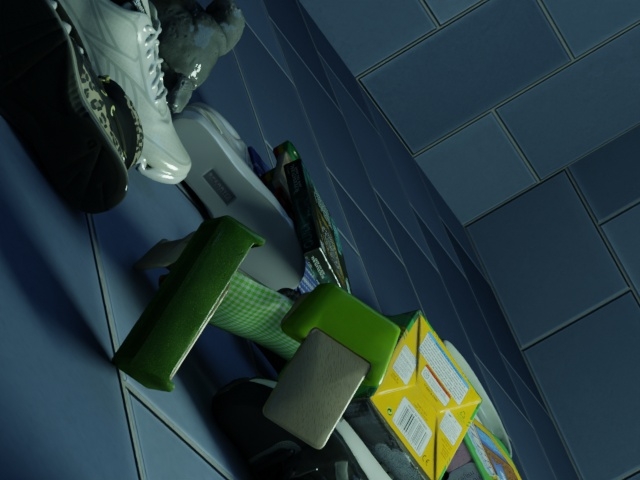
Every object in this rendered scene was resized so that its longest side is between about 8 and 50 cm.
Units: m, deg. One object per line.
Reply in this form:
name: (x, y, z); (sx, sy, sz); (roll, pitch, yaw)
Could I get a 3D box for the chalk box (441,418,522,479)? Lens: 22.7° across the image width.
chalk box: (0.119, 0.298, 1.755); (0.289, 0.180, 0.179); (45, 18, -58)

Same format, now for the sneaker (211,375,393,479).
sneaker: (-0.001, 0.253, 1.530); (0.283, 0.107, 0.124); (43, 43, -9)

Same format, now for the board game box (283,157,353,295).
board game box: (0.000, 0.000, 1.968); (0.186, 0.026, 0.126); (-102, 168, -52)

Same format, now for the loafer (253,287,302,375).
loafer: (-0.010, 0.155, 1.805); (0.220, 0.078, 0.080); (59, 32, -10)

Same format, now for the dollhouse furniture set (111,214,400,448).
dollhouse furniture set: (-0.082, 0.099, 1.465); (0.197, 0.151, 0.301); (34, -12, -13)

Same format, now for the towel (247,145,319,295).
towel: (-0.025, 0.047, 2.198); (0.243, 0.040, 0.336); (49, 17, -51)

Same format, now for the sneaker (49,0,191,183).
sneaker: (-0.214, -0.193, 1.726); (0.292, 0.118, 0.110); (58, 9, -15)

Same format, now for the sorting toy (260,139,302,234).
sorting toy: (-0.035, -0.034, 2.109); (0.132, 0.046, 0.274); (58, 12, -16)

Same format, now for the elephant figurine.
elephant figurine: (-0.221, -0.295, 1.920); (0.239, 0.169, 0.186); (52, -19, -22)

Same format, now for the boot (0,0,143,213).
boot: (-0.247, -0.149, 1.539); (0.178, 0.085, 0.236); (-82, 147, -77)

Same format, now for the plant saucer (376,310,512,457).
plant saucer: (0.200, 0.265, 2.454); (0.400, 0.100, 0.400); (56, 10, -16)

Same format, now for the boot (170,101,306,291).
boot: (-0.095, -0.061, 1.961); (0.258, 0.095, 0.123); (57, 17, -9)

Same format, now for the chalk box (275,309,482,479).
chalk box: (0.031, 0.175, 1.639); (0.132, 0.213, 0.132); (54, 47, -22)
